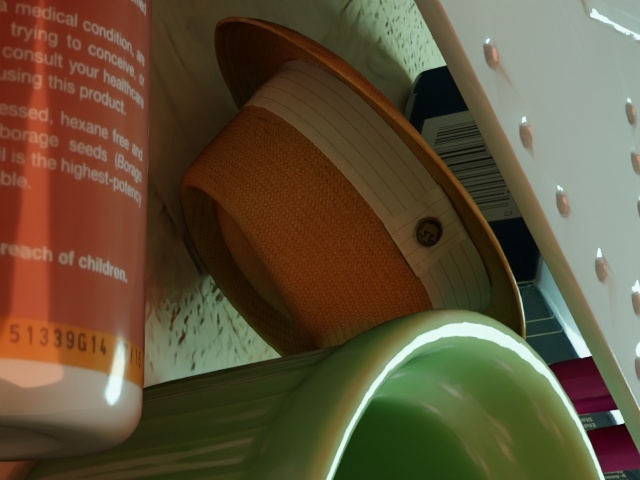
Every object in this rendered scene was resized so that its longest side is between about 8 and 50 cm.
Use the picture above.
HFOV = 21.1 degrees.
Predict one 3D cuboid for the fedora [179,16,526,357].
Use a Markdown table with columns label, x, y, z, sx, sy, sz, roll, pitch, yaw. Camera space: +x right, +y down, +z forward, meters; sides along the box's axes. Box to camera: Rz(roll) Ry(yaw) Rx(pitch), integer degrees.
| label | x | y | z | sx | sy | sz | roll | pitch | yaw |
| --- | --- | --- | --- | --- | --- | --- | --- | --- | --- |
| fedora | 0.000 | 0.000 | 0.717 | 0.079 | 0.194 | 0.194 | -41 | 125 | -15 |

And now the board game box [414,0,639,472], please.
| label | x | y | z | sx | sy | sz | roll | pitch | yaw |
| --- | --- | --- | --- | --- | --- | --- | --- | --- | --- |
| board game box | 0.115 | -0.149 | 0.822 | 0.390 | 0.050 | 0.390 | 60 | 35 | -30 |

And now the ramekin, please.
| label | x | y | z | sx | sy | sz | roll | pitch | yaw |
| --- | --- | --- | --- | --- | --- | --- | --- | --- | --- |
| ramekin | 0.001 | 0.183 | 0.636 | 0.303 | 0.148 | 0.303 | 24 | 62 | -57 |

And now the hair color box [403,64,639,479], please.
| label | x | y | z | sx | sy | sz | roll | pitch | yaw |
| --- | --- | --- | --- | --- | --- | --- | --- | --- | --- |
| hair color box | 0.152 | 0.073 | 0.976 | 0.347 | 0.105 | 0.174 | 55 | 39 | -38 |

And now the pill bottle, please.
| label | x | y | z | sx | sy | sz | roll | pitch | yaw |
| --- | --- | --- | --- | --- | --- | --- | --- | --- | --- |
| pill bottle | -0.111 | -0.046 | 0.526 | 0.121 | 0.121 | 0.216 | 23 | 63 | -57 |
